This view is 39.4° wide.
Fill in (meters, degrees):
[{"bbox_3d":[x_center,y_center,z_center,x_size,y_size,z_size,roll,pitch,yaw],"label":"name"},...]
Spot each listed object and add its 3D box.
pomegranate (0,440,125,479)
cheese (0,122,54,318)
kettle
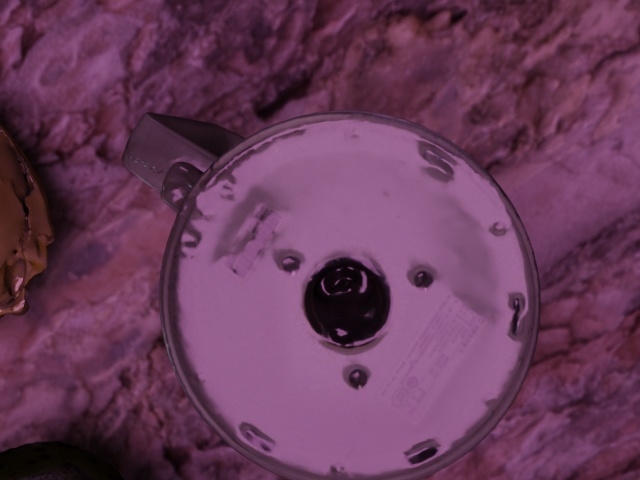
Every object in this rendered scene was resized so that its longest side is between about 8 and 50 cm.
[{"bbox_3d":[-0.255,0.291,0.739,0.270,0.254,0.254,2,98,45],"label":"pomegranate"},{"bbox_3d":[-0.369,-0.038,0.751,0.316,0.128,0.259,27,106,8],"label":"cheese"},{"bbox_3d":[0.003,0.016,0.625,0.265,0.318,0.205,2,97,8],"label":"kettle"}]
